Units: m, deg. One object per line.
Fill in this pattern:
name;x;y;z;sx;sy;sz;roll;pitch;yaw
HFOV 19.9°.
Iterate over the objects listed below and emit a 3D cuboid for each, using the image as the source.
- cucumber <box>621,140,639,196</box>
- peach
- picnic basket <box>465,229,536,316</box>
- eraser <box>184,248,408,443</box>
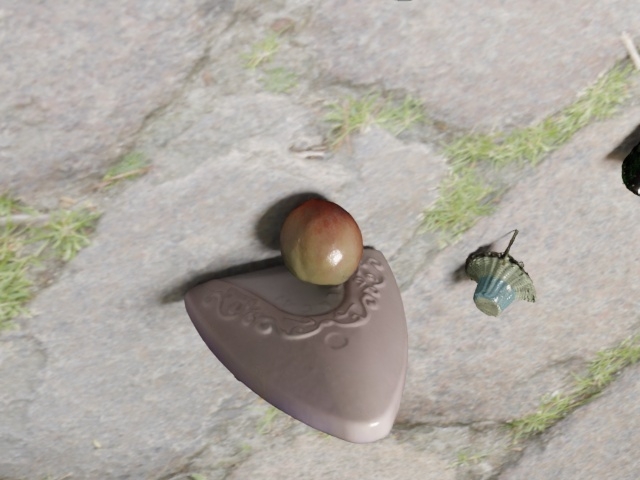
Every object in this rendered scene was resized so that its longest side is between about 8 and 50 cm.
cucumber;0.372;-0.128;1.757;0.052;0.058;0.215;33;120;-12
peach;0.001;0.002;1.696;0.083;0.083;0.083;-16;145;-11
picnic basket;0.188;0.036;1.870;0.083;0.083;0.065;-53;147;-26
eraser;0.005;0.093;1.685;0.204;0.243;0.059;-12;127;-17
